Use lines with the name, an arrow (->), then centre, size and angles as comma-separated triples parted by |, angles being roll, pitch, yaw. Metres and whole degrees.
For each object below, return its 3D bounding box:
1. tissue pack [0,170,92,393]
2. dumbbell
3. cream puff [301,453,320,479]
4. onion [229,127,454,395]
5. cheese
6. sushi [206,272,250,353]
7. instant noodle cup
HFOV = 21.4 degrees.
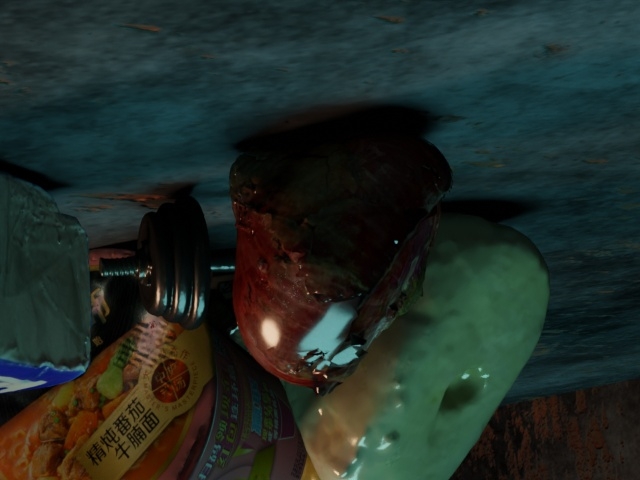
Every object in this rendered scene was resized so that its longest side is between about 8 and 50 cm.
tissue pack -> -0.307, 0.036, 1.087 | 0.269, 0.137, 0.209 | -8, 170, 20
dumbbell -> -0.055, 0.014, 1.219 | 0.208, 0.099, 0.099 | -3, 168, -18
cream puff -> -0.029, 0.227, 2.035 | 0.291, 0.257, 0.324 | -43, 157, -45
onion -> 0.000, 0.000, 1.092 | 0.147, 0.184, 0.184 | 36, 174, 10
cheese -> 0.062, 0.058, 1.437 | 0.248, 0.251, 0.173 | -49, 139, 15
sushi -> -0.095, 0.108, 1.578 | 0.139, 0.031, 0.201 | -2, 134, -28
instant noodle cup -> -0.131, 0.154, 1.423 | 0.244, 0.244, 0.255 | -12, 159, 22
